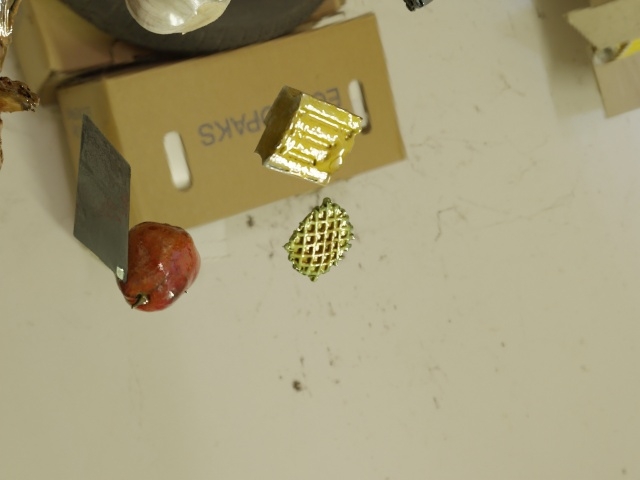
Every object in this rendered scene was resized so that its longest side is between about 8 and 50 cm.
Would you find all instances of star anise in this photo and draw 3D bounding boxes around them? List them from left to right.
[{"bbox_3d":[-0.562,-0.281,1.251,0.237,0.347,0.148,0,167,16],"label":"star anise"}]

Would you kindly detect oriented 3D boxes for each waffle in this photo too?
[{"bbox_3d":[0.000,0.000,2.026,0.214,0.208,0.054,-47,-138,-6],"label":"waffle"}]

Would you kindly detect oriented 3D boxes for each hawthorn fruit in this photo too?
[{"bbox_3d":[-0.422,0.080,1.884,0.224,0.224,0.261,-16,-136,22],"label":"hawthorn fruit"}]

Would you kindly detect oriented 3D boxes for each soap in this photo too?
[{"bbox_3d":[-0.038,-0.323,2.334,0.281,0.259,0.143,15,-161,-46],"label":"soap"}]

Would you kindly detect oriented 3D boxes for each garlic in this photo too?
[{"bbox_3d":[-0.375,-0.686,1.964,0.317,0.259,0.317,-30,171,-5],"label":"garlic"}]

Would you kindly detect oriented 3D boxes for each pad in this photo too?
[{"bbox_3d":[-0.263,-0.053,0.912,0.004,0.193,0.116,-16,145,11],"label":"pad"}]

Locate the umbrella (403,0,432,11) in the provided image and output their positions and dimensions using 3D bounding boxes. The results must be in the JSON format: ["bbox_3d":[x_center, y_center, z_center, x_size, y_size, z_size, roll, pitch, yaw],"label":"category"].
[{"bbox_3d":[0.198,-0.429,1.115,0.224,0.080,0.071,-37,-168,-12],"label":"umbrella"}]
